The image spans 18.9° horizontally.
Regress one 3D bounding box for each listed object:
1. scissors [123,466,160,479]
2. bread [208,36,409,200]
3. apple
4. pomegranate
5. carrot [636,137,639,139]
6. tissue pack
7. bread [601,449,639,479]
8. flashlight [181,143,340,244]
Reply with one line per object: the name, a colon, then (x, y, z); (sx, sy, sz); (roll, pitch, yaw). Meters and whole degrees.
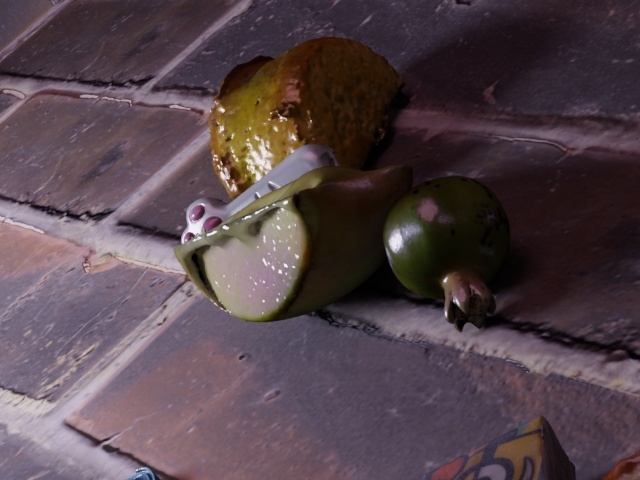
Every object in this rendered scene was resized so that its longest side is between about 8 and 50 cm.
scissors: (-0.144, 0.250, 1.616); (0.125, 0.030, 0.256); (-45, 21, -22)
bread: (-0.027, -0.131, 2.054); (0.160, 0.147, 0.260); (-22, 26, 37)
apple: (0.000, 0.000, 1.786); (0.193, 0.120, 0.265); (-19, -1, -33)
pomegranate: (0.113, 0.013, 1.637); (0.114, 0.114, 0.142); (-28, 52, 18)
carrot: (0.377, -0.134, 1.596); (0.298, 0.078, 0.078); (-25, 24, 39)
tissue pack: (0.105, 0.199, 1.322); (0.148, 0.060, 0.108); (-29, 22, 19)
bread: (0.219, 0.210, 1.060); (0.190, 0.123, 0.244); (-28, 25, 15)
flashlight: (-0.060, -0.031, 1.949); (0.200, 0.093, 0.047); (-33, -14, 27)
